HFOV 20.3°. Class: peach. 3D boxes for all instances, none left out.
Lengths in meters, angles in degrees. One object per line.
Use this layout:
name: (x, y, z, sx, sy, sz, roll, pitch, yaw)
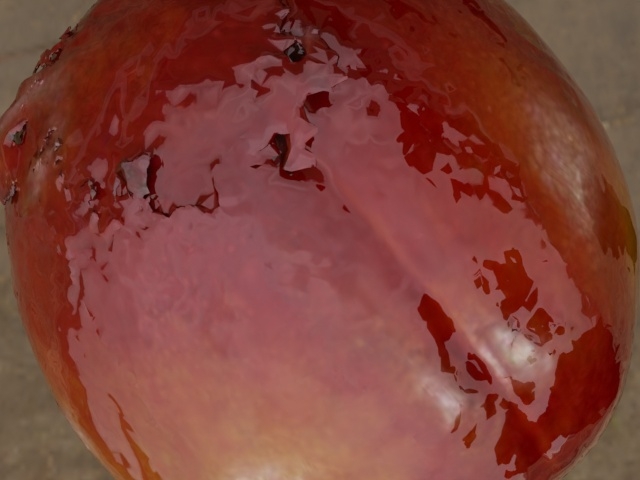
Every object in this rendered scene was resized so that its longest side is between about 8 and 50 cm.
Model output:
peach: (0.000, 0.000, 0.976, 0.370, 0.370, 0.370, -1, 134, -1)
